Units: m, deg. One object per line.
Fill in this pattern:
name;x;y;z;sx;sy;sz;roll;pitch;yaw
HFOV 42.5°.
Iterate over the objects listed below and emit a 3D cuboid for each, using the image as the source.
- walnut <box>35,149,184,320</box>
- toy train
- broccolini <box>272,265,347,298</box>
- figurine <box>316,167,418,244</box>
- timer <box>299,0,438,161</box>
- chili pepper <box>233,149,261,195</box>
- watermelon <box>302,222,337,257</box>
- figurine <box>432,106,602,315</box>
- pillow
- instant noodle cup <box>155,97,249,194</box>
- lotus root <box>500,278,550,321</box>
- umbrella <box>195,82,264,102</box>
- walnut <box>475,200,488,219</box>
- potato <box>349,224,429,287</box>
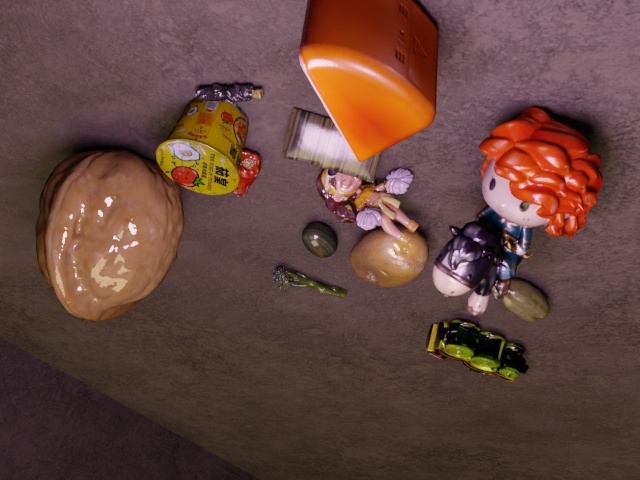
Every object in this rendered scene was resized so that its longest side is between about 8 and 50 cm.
walnut;-0.490;-0.027;1.905;0.384;0.383;0.383;11;149;6
toy train;0.448;0.314;2.333;0.296;0.100;0.160;27;154;-21
broccolini;-0.030;0.129;2.268;0.216;0.058;0.067;22;146;-14
figurine;0.103;-0.087;1.770;0.240;0.174;0.116;32;152;7
timer;0.066;-0.307;1.326;0.161;0.257;0.250;-20;138;34
chili pepper;-0.174;-0.155;1.856;0.070;0.073;0.123;-19;167;-30
watermelon;0.000;0.000;2.028;0.078;0.078;0.110;-7;145;32
figurine;0.359;-0.041;1.575;0.306;0.241;0.412;18;114;-48
pillow;0.028;-0.197;1.697;0.203;0.038;0.113;16;111;-2
instant noodle cup;-0.236;-0.205;1.724;0.182;0.144;0.182;12;150;7
lotus root;0.499;0.142;2.045;0.183;0.077;0.090;31;139;-31
umbrella;-0.183;-0.296;1.655;0.144;0.037;0.040;3;169;20
walnut;0.393;-0.045;1.767;0.124;0.105;0.105;15;150;9
potato;0.167;0.039;1.961;0.150;0.146;0.234;65;155;0
